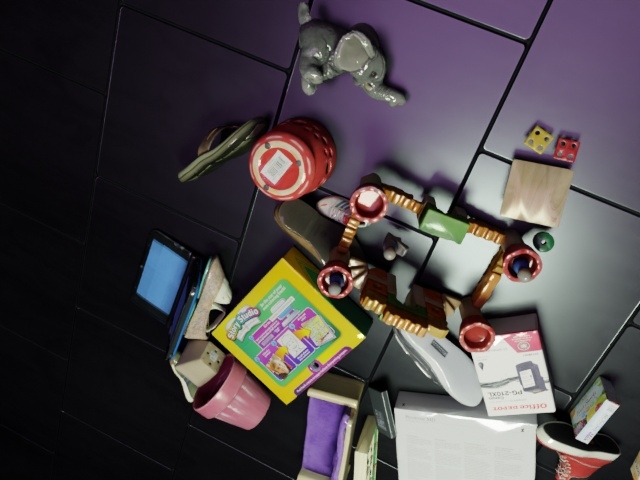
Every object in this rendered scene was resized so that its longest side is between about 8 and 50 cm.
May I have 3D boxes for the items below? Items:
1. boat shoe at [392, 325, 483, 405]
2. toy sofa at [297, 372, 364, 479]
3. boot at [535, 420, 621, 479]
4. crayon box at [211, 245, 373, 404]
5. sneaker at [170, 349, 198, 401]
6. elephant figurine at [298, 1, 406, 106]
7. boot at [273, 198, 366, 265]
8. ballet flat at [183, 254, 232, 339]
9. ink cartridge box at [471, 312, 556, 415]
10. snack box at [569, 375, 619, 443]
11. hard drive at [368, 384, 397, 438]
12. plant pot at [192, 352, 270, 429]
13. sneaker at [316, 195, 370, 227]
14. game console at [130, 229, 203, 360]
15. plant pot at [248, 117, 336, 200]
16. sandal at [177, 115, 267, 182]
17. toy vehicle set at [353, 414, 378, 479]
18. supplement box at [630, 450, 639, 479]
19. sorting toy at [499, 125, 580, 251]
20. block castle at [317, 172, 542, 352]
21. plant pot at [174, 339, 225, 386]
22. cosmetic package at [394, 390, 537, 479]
[{"bbox_3d":[0.310,0.324,1.486,0.301,0.108,0.102,45,153,-3],"label":"boat shoe"},{"bbox_3d":[0.021,0.591,1.645,0.150,0.177,0.363,13,115,13],"label":"toy sofa"},{"bbox_3d":[0.637,0.571,1.449,0.244,0.088,0.176,19,121,-16],"label":"boot"},{"bbox_3d":[-0.087,0.249,1.585,0.313,0.106,0.363,44,117,-1],"label":"crayon box"},{"bbox_3d":[-0.416,0.434,1.797,0.086,0.064,0.192,-14,106,15],"label":"sneaker"},{"bbox_3d":[0.075,-0.418,1.257,0.239,0.186,0.170,0,68,8],"label":"elephant figurine"},{"bbox_3d":[0.000,0.000,1.475,0.305,0.115,0.112,42,75,-15],"label":"boot"},{"bbox_3d":[-0.325,0.177,1.651,0.106,0.108,0.316,21,123,-11],"label":"ballet flat"},{"bbox_3d":[0.493,0.323,1.421,0.171,0.100,0.237,-12,106,23],"label":"ink cartridge box"},{"bbox_3d":[0.691,0.428,1.396,0.037,0.100,0.141,26,116,6],"label":"snack box"},{"bbox_3d":[0.177,0.489,1.586,0.022,0.094,0.135,-13,91,-20],"label":"hard drive"},{"bbox_3d":[-0.261,0.478,1.697,0.180,0.201,0.201,40,119,-18],"label":"plant pot"},{"bbox_3d":[0.060,-0.071,1.424,0.161,0.075,0.057,15,115,12],"label":"sneaker"},{"bbox_3d":[-0.474,0.164,1.648,0.173,0.250,0.293,16,118,-16],"label":"game console"},{"bbox_3d":[-0.071,-0.195,1.366,0.190,0.174,0.191,6,114,14],"label":"plant pot"},{"bbox_3d":[-0.273,-0.248,1.448,0.302,0.120,0.086,-26,87,26],"label":"sandal"},{"bbox_3d":[0.135,0.681,1.647,0.035,0.166,0.267,7,113,16],"label":"toy vehicle set"},{"bbox_3d":[0.844,0.582,1.427,0.036,0.062,0.099,15,114,12],"label":"supplement box"},{"bbox_3d":[0.495,-0.119,1.267,0.132,0.046,0.275,13,103,13],"label":"sorting toy"},{"bbox_3d":[0.242,0.062,1.296,0.452,0.213,0.303,22,115,-4],"label":"block castle"},{"bbox_3d":[-0.360,0.370,1.699,0.096,0.109,0.109,-24,120,36],"label":"plant pot"},{"bbox_3d":[0.406,0.586,1.557,0.376,0.097,0.285,2,113,18],"label":"cosmetic package"}]
